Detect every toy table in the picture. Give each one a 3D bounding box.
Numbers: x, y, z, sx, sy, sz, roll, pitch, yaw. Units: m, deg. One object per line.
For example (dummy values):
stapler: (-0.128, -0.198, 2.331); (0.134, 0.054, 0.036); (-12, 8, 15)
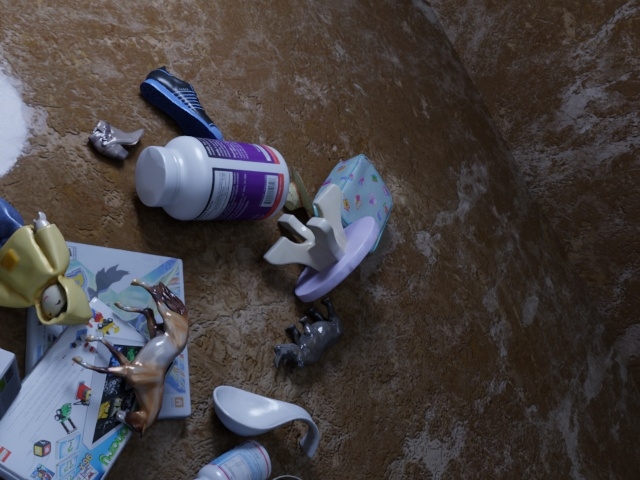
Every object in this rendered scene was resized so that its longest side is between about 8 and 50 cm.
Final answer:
toy table: (0.000, 0.000, 1.474); (0.161, 0.252, 0.274); (48, 63, -21)

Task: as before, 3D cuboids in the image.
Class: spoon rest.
spoon rest: (-0.105, 0.368, 1.241); (0.276, 0.084, 0.137); (33, 4, -33)

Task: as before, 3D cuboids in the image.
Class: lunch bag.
lunch bag: (0.097, -0.089, 1.699); (0.224, 0.108, 0.279); (55, 41, -25)

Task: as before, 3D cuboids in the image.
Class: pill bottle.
pill bottle: (-0.237, -0.135, 1.338); (0.323, 0.182, 0.181); (-1, 69, -46)
pill bottle: (-0.176, 0.451, 1.134); (0.160, 0.087, 0.087); (-18, 81, -48)

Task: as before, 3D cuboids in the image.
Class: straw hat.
straw hat: (-0.073, -0.117, 1.582); (0.061, 0.144, 0.144); (-25, 86, -9)

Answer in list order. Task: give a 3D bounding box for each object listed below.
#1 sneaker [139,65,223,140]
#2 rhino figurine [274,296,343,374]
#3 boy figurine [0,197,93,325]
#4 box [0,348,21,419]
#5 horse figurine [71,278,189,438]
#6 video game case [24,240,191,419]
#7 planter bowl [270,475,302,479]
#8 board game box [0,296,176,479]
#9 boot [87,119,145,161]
sneaker: (-0.317, -0.322, 1.442); (0.232, 0.081, 0.090); (42, 51, -19)
rhino figurine: (-0.028, 0.235, 1.421); (0.106, 0.073, 0.243); (56, 42, -1)
boy figurine: (-0.498, 0.043, 0.991); (0.285, 0.177, 0.092); (47, 2, 4)
box: (-0.545, 0.190, 0.835); (0.203, 0.114, 0.103); (22, 48, -3)
horse figurine: (-0.303, 0.181, 1.041); (0.174, 0.066, 0.263); (39, 47, -14)
video game case: (-0.388, 0.170, 1.120); (0.300, 0.036, 0.328); (12, 60, -41)
planter bowl: (-0.093, 0.543, 1.148); (0.162, 0.109, 0.162); (25, 51, -35)
board game box: (-0.394, 0.267, 0.992); (0.193, 0.053, 0.305); (44, 44, -17)
boot: (-0.441, -0.227, 1.293); (0.087, 0.042, 0.118); (39, 44, -20)
